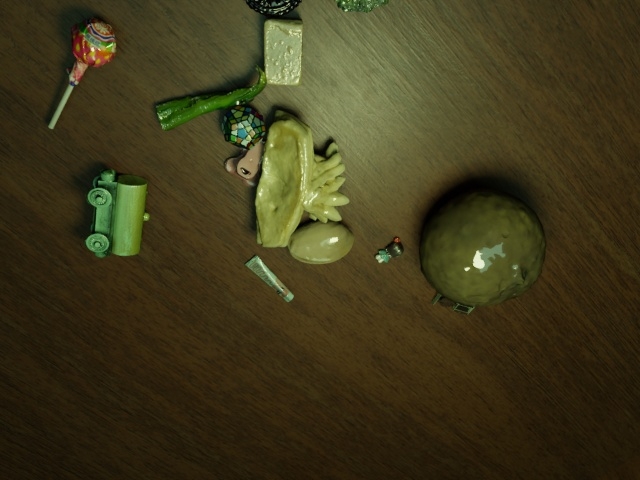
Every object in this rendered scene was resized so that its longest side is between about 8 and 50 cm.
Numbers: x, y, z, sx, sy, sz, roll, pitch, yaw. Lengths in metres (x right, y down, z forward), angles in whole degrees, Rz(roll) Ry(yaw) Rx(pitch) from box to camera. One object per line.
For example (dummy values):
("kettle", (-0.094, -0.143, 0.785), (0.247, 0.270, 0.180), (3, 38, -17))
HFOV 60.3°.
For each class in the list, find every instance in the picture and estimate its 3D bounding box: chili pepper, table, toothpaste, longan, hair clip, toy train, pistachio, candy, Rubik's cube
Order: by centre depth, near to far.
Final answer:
("candy", (-0.687, -0.455, 1.548), (0.124, 0.124, 0.365), (31, 118, -18))
("chili pepper", (-0.313, -0.410, 1.597), (0.358, 0.076, 0.085), (-16, 94, 14))
("Rubik's cube", (-0.227, -0.333, 1.632), (0.132, 0.112, 0.133), (-1, 116, -2))
("longan", (0.505, 0.030, 1.723), (0.390, 0.391, 0.392), (-2, 118, -3))
("hair clip", (-0.223, -0.250, 1.723), (0.123, 0.102, 0.138), (27, 80, -18))
("toy train", (-0.640, -0.073, 1.732), (0.189, 0.126, 0.308), (11, 116, -10))
("pistachio", (0.000, 0.000, 1.811), (0.223, 0.153, 0.126), (-5, 161, 7))
("toothpaste", (-0.173, 0.136, 1.925), (0.056, 0.036, 0.205), (-38, 110, 17))
("table", (0.502, 0.179, 1.971), (0.146, 0.063, 0.175), (15, 136, -11))

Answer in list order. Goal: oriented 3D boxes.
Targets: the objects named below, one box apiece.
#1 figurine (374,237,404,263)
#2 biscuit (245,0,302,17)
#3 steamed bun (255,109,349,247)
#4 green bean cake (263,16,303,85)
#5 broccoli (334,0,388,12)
("figurine", (0.237, 0.038, 1.897), (0.105, 0.047, 0.060), (-31, 79, 20))
("biscuit", (-0.126, -0.695, 1.465), (0.194, 0.053, 0.195), (-1, 106, -4))
("steamed bun", (-0.051, -0.172, 1.697), (0.247, 0.189, 0.429), (22, 115, 33))
("green bean cake", (-0.104, -0.532, 1.552), (0.109, 0.085, 0.179), (1, 117, -1))
("broccoli", (0.077, -0.732, 1.434), (0.198, 0.177, 0.275), (-16, 97, 7))
